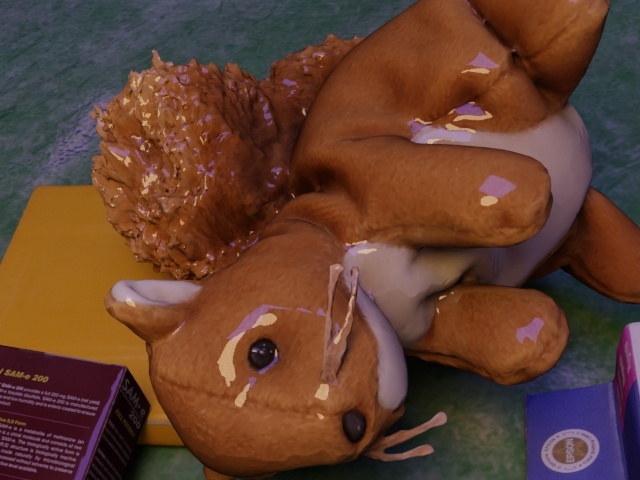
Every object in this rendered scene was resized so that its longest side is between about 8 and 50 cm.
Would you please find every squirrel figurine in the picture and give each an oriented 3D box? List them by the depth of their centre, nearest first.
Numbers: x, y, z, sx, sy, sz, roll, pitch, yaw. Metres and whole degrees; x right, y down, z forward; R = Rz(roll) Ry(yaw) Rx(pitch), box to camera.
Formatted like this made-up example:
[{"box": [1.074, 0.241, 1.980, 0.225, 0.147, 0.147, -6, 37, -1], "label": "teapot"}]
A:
[{"box": [0.000, 0.000, 0.747, 0.397, 0.281, 0.370, 24, 59, 40], "label": "squirrel figurine"}]

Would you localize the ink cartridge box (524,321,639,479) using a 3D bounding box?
[{"box": [0.283, 0.160, 0.614, 0.330, 0.071, 0.324, -11, 31, 17], "label": "ink cartridge box"}]

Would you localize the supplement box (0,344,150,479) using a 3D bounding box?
[{"box": [-0.223, 0.196, 0.696, 0.130, 0.073, 0.239, 8, 59, 14], "label": "supplement box"}]

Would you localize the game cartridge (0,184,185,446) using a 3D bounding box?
[{"box": [-0.134, 0.056, 0.884, 0.323, 0.053, 0.285, -1, 44, 9], "label": "game cartridge"}]
